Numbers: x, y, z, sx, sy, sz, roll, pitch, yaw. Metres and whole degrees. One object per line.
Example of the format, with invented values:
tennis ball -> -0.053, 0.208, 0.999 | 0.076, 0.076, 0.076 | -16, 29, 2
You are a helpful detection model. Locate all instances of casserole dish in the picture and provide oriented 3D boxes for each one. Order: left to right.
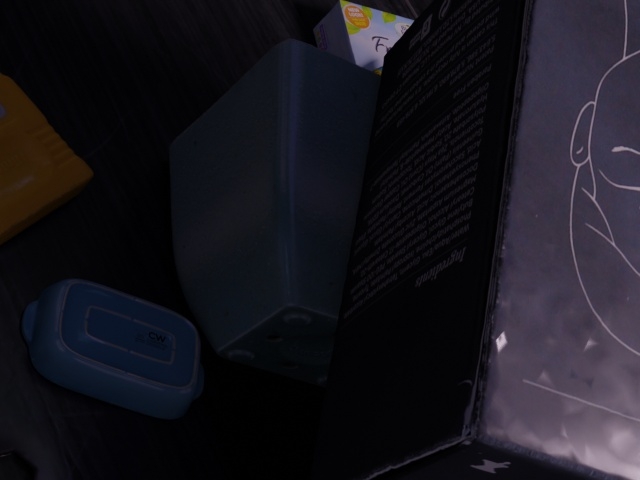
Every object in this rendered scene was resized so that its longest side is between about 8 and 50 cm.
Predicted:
casserole dish -> -0.184, 0.096, 1.286 | 0.188, 0.037, 0.114 | 23, 47, -25

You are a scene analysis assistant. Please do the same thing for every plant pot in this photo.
plant pot -> 0.000, 0.000, 1.372 | 0.247, 0.248, 0.252 | 19, 58, -28

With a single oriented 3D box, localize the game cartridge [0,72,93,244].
game cartridge -> -0.405, -0.115, 1.263 | 0.323, 0.052, 0.285 | 46, 41, 2

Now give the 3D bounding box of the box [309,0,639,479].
box -> 0.288, 0.050, 1.187 | 0.480, 0.297, 0.471 | 20, 60, -17

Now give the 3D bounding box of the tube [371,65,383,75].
tube -> 0.036, -0.154, 1.585 | 0.207, 0.052, 0.080 | -26, 54, -19

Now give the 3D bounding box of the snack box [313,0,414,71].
snack box -> 0.106, -0.195, 1.729 | 0.207, 0.070, 0.174 | 11, 53, -34
